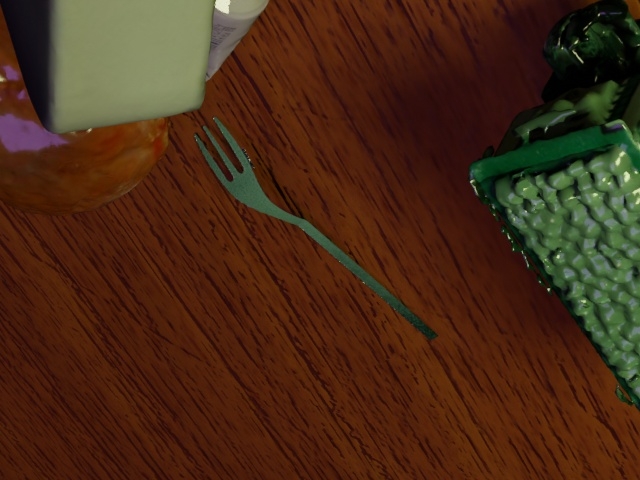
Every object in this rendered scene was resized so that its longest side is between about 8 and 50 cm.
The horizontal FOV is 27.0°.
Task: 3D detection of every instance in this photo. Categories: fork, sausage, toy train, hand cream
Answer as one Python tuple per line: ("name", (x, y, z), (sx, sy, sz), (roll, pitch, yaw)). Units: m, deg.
("fork", (-0.001, 0.001, 0.965), (0.235, 0.021, 0.039), (42, 141, -12))
("sausage", (-0.221, -0.120, 0.876), (0.268, 0.153, 0.141), (34, 139, -4))
("toy train", (0.197, -0.002, 0.741), (0.115, 0.154, 0.269), (-16, 121, 43))
("hand cream", (-0.073, -0.152, 0.844), (0.084, 0.053, 0.142), (44, 153, -13))

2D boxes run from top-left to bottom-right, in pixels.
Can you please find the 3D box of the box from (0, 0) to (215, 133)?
("box", (-0.113, -0.281, 0.523), (0.090, 0.373, 0.367), (-8, 141, -17))
